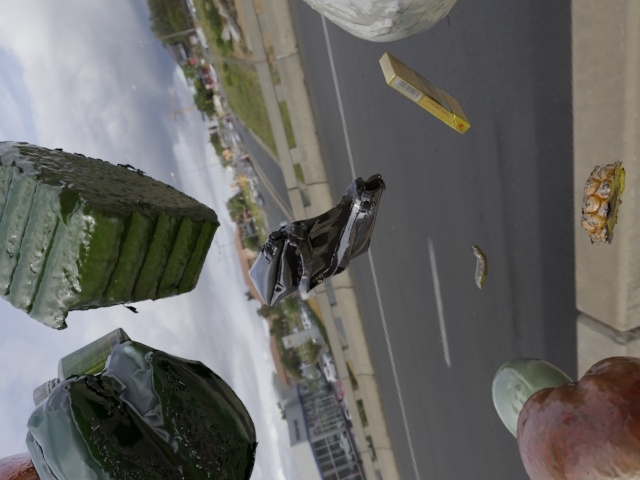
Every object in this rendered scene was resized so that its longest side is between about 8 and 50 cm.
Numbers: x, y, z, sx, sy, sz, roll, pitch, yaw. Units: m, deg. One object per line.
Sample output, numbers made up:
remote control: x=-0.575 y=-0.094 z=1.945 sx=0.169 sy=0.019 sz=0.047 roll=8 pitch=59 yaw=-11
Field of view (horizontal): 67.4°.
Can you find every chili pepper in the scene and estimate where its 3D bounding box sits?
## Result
chili pepper: x=-0.134 y=0.220 z=0.435 sx=0.261 sy=0.174 sz=0.165 roll=50 pitch=-155 yaw=1

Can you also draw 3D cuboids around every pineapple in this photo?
pineapple: x=0.682 y=-0.093 z=1.166 sx=0.076 sy=0.225 sz=0.224 roll=8 pitch=125 yaw=37

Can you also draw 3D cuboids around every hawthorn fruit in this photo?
hawthorn fruit: x=0.643 y=0.463 z=1.017 sx=0.403 sy=0.404 sz=0.402 roll=162 pitch=90 yaw=-85

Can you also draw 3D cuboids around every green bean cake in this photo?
green bean cake: x=-0.380 y=-0.012 z=0.824 sx=0.335 sy=0.217 sz=0.319 roll=29 pitch=-168 yaw=23

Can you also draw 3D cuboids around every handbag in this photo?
handbag: x=0.000 y=0.000 z=0.954 sx=0.113 sy=0.286 sz=0.257 roll=54 pitch=156 yaw=17

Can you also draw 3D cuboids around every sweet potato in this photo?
sweet potato: x=0.478 y=0.077 z=1.431 sx=0.038 sy=0.041 sz=0.153 roll=14 pitch=125 yaw=49

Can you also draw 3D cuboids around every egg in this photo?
egg: x=0.699 y=0.527 z=1.522 sx=0.352 sy=0.258 sz=0.258 roll=43 pitch=180 yaw=-10

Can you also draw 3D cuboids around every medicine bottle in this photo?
medicine bottle: x=-0.441 y=0.274 z=0.935 sx=0.088 sy=0.189 sz=0.131 roll=43 pitch=157 yaw=47

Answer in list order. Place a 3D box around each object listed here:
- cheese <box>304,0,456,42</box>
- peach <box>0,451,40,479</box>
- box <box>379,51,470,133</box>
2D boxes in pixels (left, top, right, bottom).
cheese: x=0.036 y=-0.251 z=0.375 sx=0.198 sy=0.154 sz=0.189 roll=38 pitch=-172 yaw=15
peach: x=-0.519 y=0.530 z=0.791 sx=0.372 sy=0.373 sz=0.289 roll=-114 pitch=38 yaw=-51
box: x=0.162 y=-0.229 z=0.745 sx=0.023 sy=0.155 sz=0.086 roll=-50 pitch=28 yaw=30
